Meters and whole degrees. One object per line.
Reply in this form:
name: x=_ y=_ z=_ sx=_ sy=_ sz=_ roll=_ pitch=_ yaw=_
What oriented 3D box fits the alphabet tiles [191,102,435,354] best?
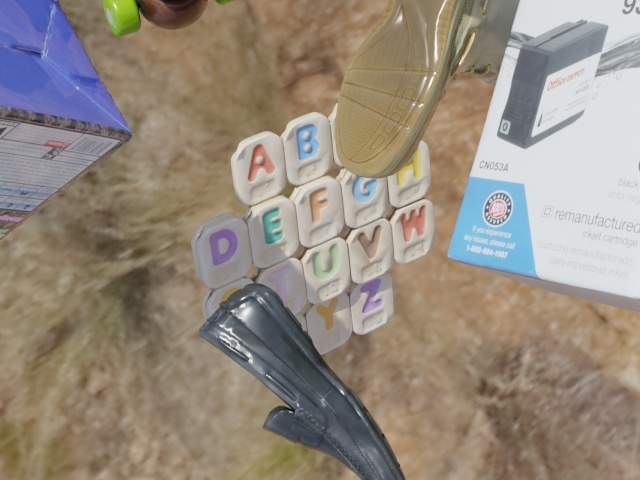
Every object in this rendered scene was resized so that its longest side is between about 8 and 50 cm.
alphabet tiles: x=0.000 y=0.000 z=1.616 sx=0.021 sy=0.284 sz=0.278 roll=33 pitch=138 yaw=47

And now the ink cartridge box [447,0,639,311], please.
ink cartridge box: x=0.247 y=-0.104 z=1.218 sx=0.223 sy=0.129 sz=0.307 roll=13 pitch=86 yaw=57

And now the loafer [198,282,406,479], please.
loafer: x=-0.013 y=0.138 z=1.328 sx=0.078 sy=0.076 sz=0.223 roll=-39 pitch=90 yaw=-7

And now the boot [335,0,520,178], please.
boot: x=0.121 y=-0.165 z=1.496 sx=0.095 sy=0.203 sz=0.262 roll=17 pitch=88 yaw=31

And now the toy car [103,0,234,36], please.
toy car: x=-0.163 y=-0.321 z=1.739 sx=0.149 sy=0.155 sz=0.188 roll=69 pitch=163 yaw=2

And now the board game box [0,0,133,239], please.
board game box: x=-0.332 y=-0.063 z=1.183 sx=0.291 sy=0.232 sz=0.141 roll=-35 pitch=75 yaw=18
